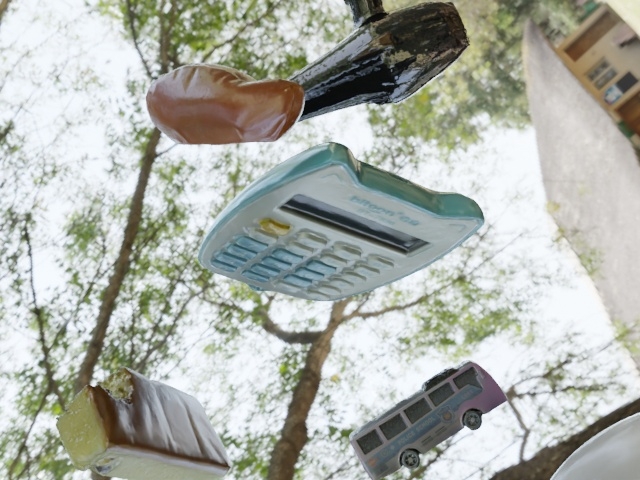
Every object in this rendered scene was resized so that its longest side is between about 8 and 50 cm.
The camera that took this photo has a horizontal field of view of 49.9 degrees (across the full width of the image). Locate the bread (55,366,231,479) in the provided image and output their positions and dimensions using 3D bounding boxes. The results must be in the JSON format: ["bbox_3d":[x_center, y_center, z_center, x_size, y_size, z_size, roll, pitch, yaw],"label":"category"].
[{"bbox_3d":[-0.148,0.161,0.586,0.088,0.049,0.226,59,-179,28],"label":"bread"}]

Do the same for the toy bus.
[{"bbox_3d":[0.088,0.148,0.571,0.052,0.131,0.037,58,179,6],"label":"toy bus"}]

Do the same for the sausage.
[{"bbox_3d":[-0.096,-0.136,0.703,0.179,0.089,0.089,8,-168,27],"label":"sausage"}]

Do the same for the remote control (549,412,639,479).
[{"bbox_3d":[0.254,0.234,0.402,0.332,0.221,0.103,66,-160,-14],"label":"remote control"}]

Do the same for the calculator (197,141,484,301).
[{"bbox_3d":[0.000,0.000,0.853,0.256,0.386,0.054,19,-121,-25],"label":"calculator"}]

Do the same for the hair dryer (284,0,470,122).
[{"bbox_3d":[0.017,-0.341,0.945,0.120,0.304,0.359,4,-112,-69],"label":"hair dryer"}]
